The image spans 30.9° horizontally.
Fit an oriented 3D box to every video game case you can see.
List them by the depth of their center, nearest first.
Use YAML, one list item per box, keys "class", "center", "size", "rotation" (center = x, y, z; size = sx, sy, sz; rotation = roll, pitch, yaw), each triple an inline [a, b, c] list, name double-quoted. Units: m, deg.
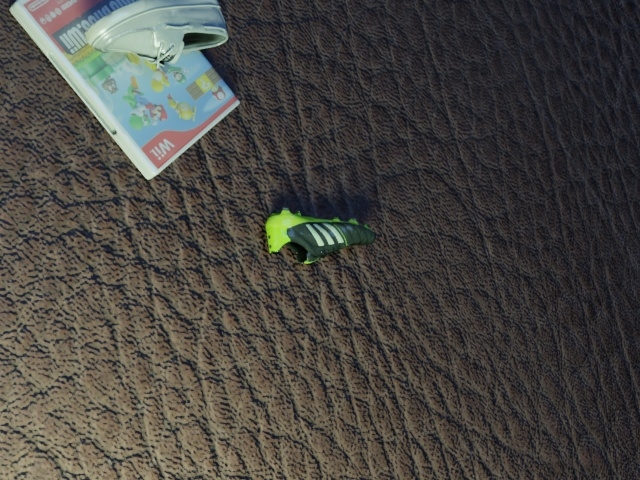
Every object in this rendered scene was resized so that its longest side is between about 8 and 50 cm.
- class: "video game case"
  center: [-0.258, -0.248, 1.571]
  size: [0.285, 0.025, 0.204]
  rotation: [52, 49, -11]

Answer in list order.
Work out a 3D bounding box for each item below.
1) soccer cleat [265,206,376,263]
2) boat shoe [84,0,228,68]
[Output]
- class: "soccer cleat"
  center: [0.000, 0.000, 1.665]
  size: [0.179, 0.060, 0.072]
  rotation: [8, 77, -30]
- class: "boat shoe"
  center: [-0.209, -0.277, 1.551]
  size: [0.227, 0.079, 0.081]
  rotation: [-23, 84, -45]
